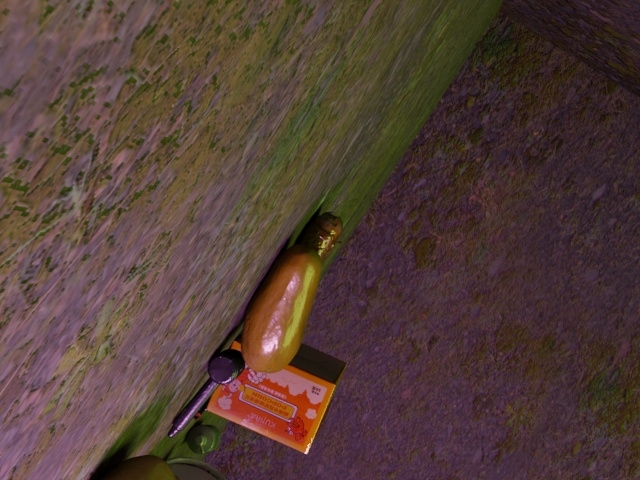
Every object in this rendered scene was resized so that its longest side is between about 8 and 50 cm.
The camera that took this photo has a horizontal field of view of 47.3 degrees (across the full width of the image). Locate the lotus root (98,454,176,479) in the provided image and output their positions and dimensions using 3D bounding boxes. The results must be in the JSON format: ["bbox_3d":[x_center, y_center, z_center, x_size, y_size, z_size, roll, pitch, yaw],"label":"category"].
[{"bbox_3d":[-0.326,0.446,1.250,0.146,0.131,0.303,-34,174,-1],"label":"lotus root"}]

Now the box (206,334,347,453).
[{"bbox_3d":[-0.108,0.384,1.920,0.259,0.283,0.214,-23,134,-80],"label":"box"}]

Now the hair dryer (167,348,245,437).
[{"bbox_3d":[-0.272,0.350,1.653,0.248,0.070,0.114,-48,176,0],"label":"hair dryer"}]

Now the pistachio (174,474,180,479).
[{"bbox_3d":[-0.389,0.654,1.603,0.230,0.230,0.309,-59,178,29],"label":"pistachio"}]

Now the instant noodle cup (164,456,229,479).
[{"bbox_3d":[-0.368,0.733,1.952,0.296,0.296,0.214,-36,150,-76],"label":"instant noodle cup"}]

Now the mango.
[{"bbox_3d":[-0.085,0.154,1.661,0.195,0.142,0.332,-60,175,-77],"label":"mango"}]

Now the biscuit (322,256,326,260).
[{"bbox_3d":[-0.030,0.071,2.200,0.269,0.051,0.376,-59,174,11],"label":"biscuit"}]

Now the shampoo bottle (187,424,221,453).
[{"bbox_3d":[-0.357,0.605,2.229,0.085,0.085,0.262,-55,174,-13],"label":"shampoo bottle"}]

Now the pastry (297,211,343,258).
[{"bbox_3d":[-0.005,-0.002,1.794,0.153,0.081,0.153,-46,172,-8],"label":"pastry"}]

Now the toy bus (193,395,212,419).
[{"bbox_3d":[-0.302,0.422,1.897,0.043,0.031,0.110,-52,179,31],"label":"toy bus"}]
